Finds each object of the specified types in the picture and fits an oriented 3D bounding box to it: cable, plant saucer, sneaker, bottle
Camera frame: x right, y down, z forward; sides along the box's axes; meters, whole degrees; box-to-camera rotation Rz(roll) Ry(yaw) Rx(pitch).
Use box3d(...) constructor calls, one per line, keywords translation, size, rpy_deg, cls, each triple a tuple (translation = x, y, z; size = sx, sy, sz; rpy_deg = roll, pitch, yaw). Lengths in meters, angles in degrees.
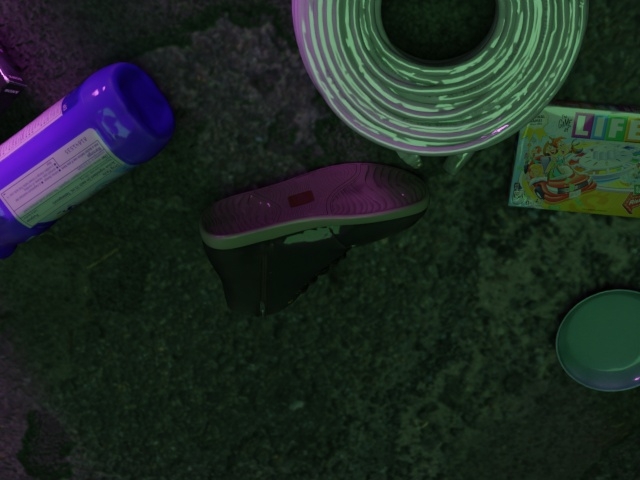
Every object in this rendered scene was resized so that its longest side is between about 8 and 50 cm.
box3d(translation=(0.099, -0.200, 0.896), size=(0.257, 0.089, 0.257), rpy_deg=(41, 111, -9), cls="cable")
box3d(translation=(0.300, 0.099, 1.059), size=(0.119, 0.021, 0.119), rpy_deg=(2, 114, 4), cls="plant saucer")
box3d(translation=(0.000, 0.000, 1.019), size=(0.222, 0.083, 0.118), rpy_deg=(-10, 132, 2), cls="sneaker")
box3d(translation=(-0.271, -0.057, 0.979), size=(0.282, 0.118, 0.092), rpy_deg=(-32, 102, 16), cls="bottle")

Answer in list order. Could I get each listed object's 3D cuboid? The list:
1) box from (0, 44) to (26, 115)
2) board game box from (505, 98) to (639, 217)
box3d(translation=(-0.356, -0.134, 0.970), size=(0.162, 0.029, 0.116), rpy_deg=(-42, 71, 22), cls="box")
box3d(translation=(0.260, -0.077, 0.979), size=(0.154, 0.026, 0.103), rpy_deg=(5, 114, 2), cls="board game box")
